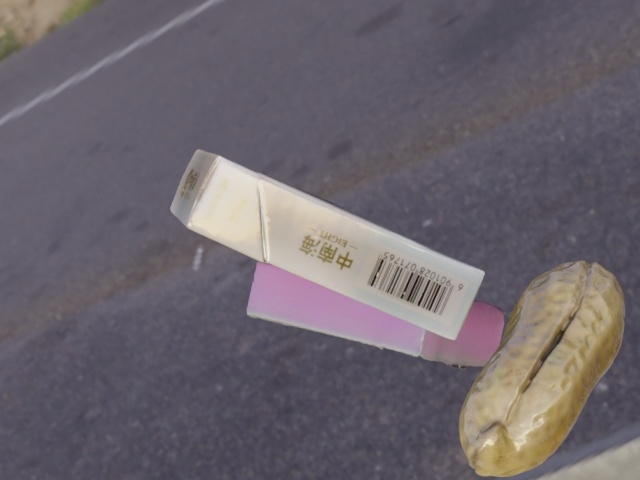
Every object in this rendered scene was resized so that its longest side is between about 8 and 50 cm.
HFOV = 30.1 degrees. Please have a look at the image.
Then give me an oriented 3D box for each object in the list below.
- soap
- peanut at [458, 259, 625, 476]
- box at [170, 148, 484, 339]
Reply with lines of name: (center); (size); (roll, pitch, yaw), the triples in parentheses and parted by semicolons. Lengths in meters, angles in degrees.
soap: (0.064, 0.085, 1.420); (0.259, 0.181, 0.081); (11, 88, 38)
peanut: (0.145, 0.085, 0.777); (0.080, 0.080, 0.174); (-6, 36, 48)
box: (0.000, 0.000, 1.006); (0.067, 0.243, 0.155); (-67, 12, 0)
